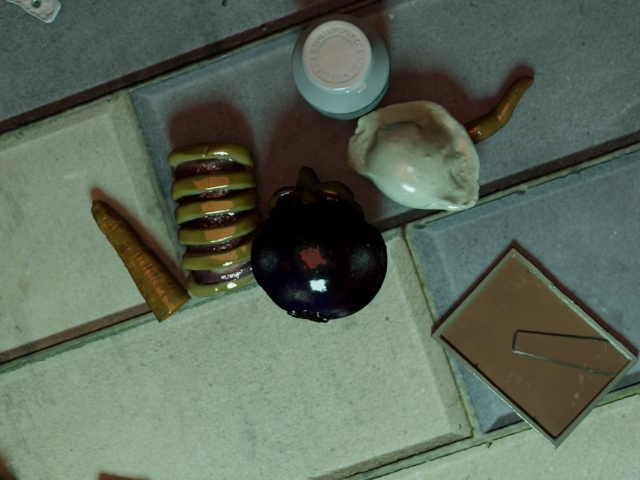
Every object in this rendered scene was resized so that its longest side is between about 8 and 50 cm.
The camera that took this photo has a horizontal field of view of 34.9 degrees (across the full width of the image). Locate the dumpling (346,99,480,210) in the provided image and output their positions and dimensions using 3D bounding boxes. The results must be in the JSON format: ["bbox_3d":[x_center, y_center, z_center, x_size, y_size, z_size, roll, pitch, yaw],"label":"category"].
[{"bbox_3d":[0.141,-0.124,1.451,0.181,0.111,0.155,17,90,-18],"label":"dumpling"}]

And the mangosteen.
[{"bbox_3d":[0.000,0.000,1.437,0.194,0.194,0.230,2,72,4],"label":"mangosteen"}]

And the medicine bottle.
[{"bbox_3d":[0.029,-0.240,1.401,0.135,0.215,0.135,0,93,4],"label":"medicine bottle"}]

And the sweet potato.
[{"bbox_3d":[0.245,-0.174,1.477,0.179,0.044,0.044,-40,89,6],"label":"sweet potato"}]

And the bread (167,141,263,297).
[{"bbox_3d":[-0.150,-0.034,1.490,0.134,0.081,0.225,-11,91,4],"label":"bread"}]

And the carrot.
[{"bbox_3d":[-0.277,0.022,1.519,0.061,0.061,0.209,-37,86,5],"label":"carrot"}]

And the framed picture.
[{"bbox_3d":[0.313,0.157,1.494,0.250,0.016,0.184,41,94,2],"label":"framed picture"}]

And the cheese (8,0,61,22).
[{"bbox_3d":[-0.502,-0.405,1.521,0.255,0.050,0.127,29,92,1],"label":"cheese"}]
